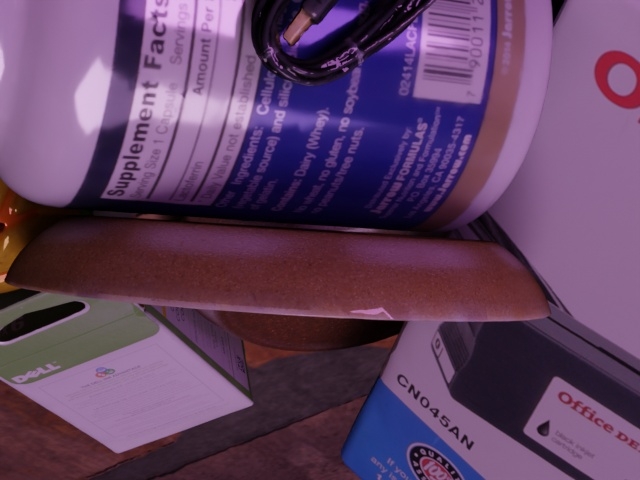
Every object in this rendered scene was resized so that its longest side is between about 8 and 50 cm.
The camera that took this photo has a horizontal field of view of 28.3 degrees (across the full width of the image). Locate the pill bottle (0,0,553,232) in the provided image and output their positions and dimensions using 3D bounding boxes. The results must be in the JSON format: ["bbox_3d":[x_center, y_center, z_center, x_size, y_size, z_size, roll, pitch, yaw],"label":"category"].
[{"bbox_3d":[-0.054,-0.086,0.518,0.264,0.153,0.153,4,144,-23],"label":"pill bottle"}]

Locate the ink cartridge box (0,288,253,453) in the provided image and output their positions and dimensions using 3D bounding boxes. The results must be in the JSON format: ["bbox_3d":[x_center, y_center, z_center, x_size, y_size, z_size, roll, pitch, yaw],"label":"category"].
[{"bbox_3d":[-0.136,0.059,0.797,0.109,0.062,0.209,-21,147,13],"label":"ink cartridge box"}]

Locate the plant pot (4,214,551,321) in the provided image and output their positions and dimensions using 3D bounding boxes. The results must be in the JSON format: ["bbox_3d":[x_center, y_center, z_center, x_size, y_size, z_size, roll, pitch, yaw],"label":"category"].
[{"bbox_3d":[-0.017,0.009,0.559,0.236,0.032,0.236,3,-179,0],"label":"plant pot"}]

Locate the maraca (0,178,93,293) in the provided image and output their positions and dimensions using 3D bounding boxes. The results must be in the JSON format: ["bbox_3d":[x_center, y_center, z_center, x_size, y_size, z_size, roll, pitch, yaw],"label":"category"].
[{"bbox_3d":[-0.187,-0.045,0.594,0.127,0.099,0.186,-26,123,27],"label":"maraca"}]

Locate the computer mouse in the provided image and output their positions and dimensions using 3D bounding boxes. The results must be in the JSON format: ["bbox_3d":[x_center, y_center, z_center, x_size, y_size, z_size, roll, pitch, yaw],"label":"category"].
[{"bbox_3d":[0.056,-0.156,0.435,0.071,0.041,0.242,30,93,-28],"label":"computer mouse"}]

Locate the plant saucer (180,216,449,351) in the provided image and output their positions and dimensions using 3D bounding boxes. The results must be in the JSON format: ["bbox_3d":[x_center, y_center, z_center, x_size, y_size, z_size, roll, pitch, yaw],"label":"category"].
[{"bbox_3d":[0.008,0.019,0.756,0.198,0.036,0.199,-6,149,-3],"label":"plant saucer"}]

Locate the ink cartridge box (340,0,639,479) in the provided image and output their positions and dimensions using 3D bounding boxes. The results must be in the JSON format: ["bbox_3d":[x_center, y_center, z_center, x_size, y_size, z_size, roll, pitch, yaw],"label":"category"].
[{"bbox_3d":[0.206,0.060,0.649,0.166,0.285,0.395,-34,156,-38],"label":"ink cartridge box"}]
